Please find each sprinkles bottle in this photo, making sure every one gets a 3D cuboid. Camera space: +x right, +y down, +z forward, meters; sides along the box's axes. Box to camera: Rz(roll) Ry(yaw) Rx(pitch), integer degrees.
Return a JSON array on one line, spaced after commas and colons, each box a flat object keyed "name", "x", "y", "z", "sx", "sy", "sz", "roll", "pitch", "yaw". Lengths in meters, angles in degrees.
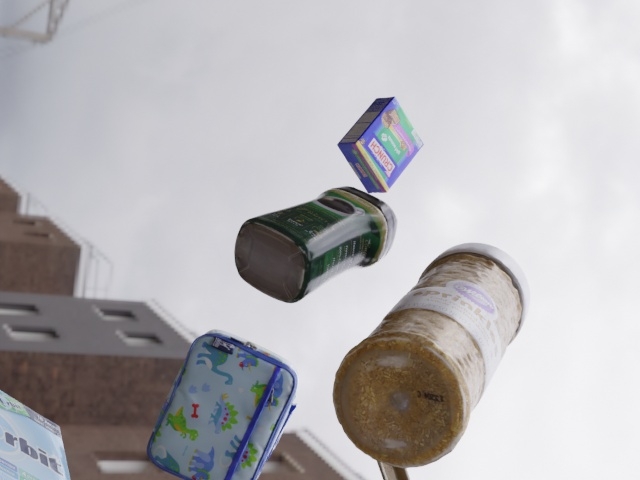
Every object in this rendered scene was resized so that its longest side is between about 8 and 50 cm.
[{"name": "sprinkles bottle", "x": 0.118, "y": 0.097, "z": 1.122, "sx": 0.355, "sy": 0.121, "sz": 0.121, "roll": -36, "pitch": 143, "yaw": -68}]

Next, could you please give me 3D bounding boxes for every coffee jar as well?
[{"name": "coffee jar", "x": 0.000, "y": 0.000, "z": 1.229, "sx": 0.096, "sy": 0.184, "sz": 0.079, "roll": 27, "pitch": -61, "yaw": 28}]

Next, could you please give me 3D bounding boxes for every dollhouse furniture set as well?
[{"name": "dollhouse furniture set", "x": 0.113, "y": 0.258, "z": 1.403, "sx": 0.081, "sy": 0.091, "sz": 0.114, "roll": 12, "pitch": -56, "yaw": 59}]

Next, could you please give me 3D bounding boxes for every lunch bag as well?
[{"name": "lunch bag", "x": -0.136, "y": 0.250, "z": 1.686, "sx": 0.219, "sy": 0.176, "sz": 0.090, "roll": -64, "pitch": 179, "yaw": 1}]

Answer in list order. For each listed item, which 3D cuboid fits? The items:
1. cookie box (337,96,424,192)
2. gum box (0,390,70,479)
[{"name": "cookie box", "x": 0.085, "y": -0.134, "z": 1.634, "sx": 0.040, "sy": 0.092, "sz": 0.107, "roll": 0, "pitch": -137, "yaw": 48}, {"name": "gum box", "x": -0.334, "y": 0.222, "z": 1.218, "sx": 0.041, "sy": 0.157, "sz": 0.184, "roll": -46, "pitch": -149, "yaw": 7}]
